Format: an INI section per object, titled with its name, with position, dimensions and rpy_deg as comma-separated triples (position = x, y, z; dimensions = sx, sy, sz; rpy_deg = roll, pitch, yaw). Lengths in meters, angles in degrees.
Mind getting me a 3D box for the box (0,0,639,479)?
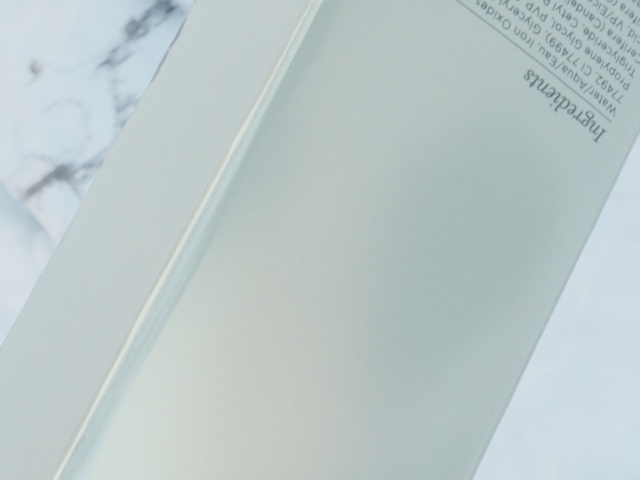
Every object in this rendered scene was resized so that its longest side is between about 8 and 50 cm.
[box]
position = 0.000, 0.000, 0.490
dimensions = 0.113, 0.275, 0.094
rpy_deg = 35, 166, -25
